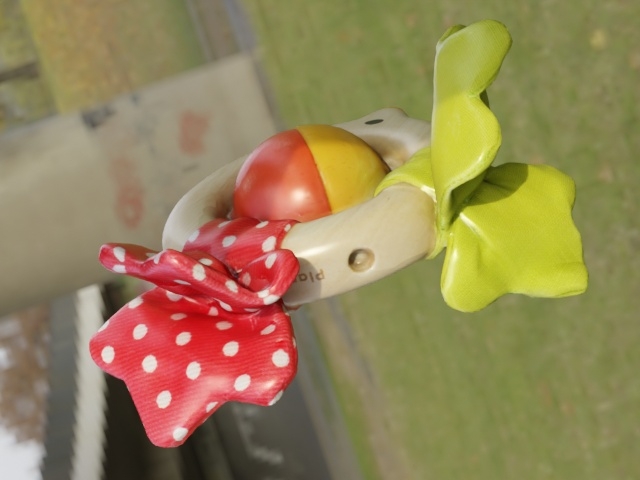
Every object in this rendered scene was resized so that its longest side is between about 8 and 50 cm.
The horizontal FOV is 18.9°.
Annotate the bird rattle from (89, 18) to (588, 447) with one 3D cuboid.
[{"bbox_3d":[0.000,0.000,0.967,0.143,0.253,0.207,63,175,-20],"label":"bird rattle"}]
